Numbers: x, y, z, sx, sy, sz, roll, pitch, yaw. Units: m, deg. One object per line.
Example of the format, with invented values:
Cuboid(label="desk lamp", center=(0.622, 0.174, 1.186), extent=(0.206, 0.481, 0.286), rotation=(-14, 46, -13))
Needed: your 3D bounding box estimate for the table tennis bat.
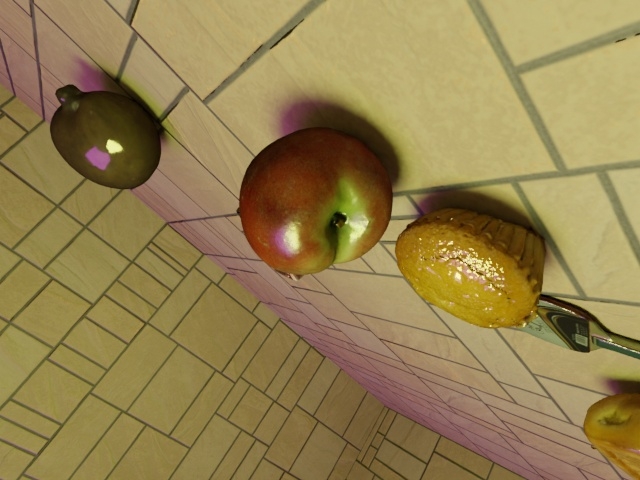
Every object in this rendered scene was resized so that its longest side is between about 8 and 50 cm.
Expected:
Cuboid(label="table tennis bat", center=(0.473, 0.167, 0.746), extent=(0.301, 0.022, 0.173), rotation=(18, 154, 43))

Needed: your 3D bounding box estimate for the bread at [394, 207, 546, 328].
Cuboid(label="bread", center=(0.238, 0.036, 0.655), extent=(0.239, 0.139, 0.240), rotation=(31, 159, 13))

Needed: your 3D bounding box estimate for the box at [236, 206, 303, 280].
Cuboid(label="box", center=(-0.122, -0.001, 1.054), extent=(0.120, 0.069, 0.224), rotation=(18, 145, 50))

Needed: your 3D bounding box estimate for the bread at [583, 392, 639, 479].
Cuboid(label="bread", center=(0.691, 0.392, 0.721), extent=(0.337, 0.148, 0.327), rotation=(38, 163, -22))

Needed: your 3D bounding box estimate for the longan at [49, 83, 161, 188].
Cuboid(label="longan", center=(-0.574, -0.282, 1.088), extent=(0.299, 0.243, 0.301), rotation=(15, 141, 13))

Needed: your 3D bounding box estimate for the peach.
Cuboid(label="peach", center=(-0.013, -0.069, 0.671), extent=(0.252, 0.253, 0.252), rotation=(30, 159, 13))
